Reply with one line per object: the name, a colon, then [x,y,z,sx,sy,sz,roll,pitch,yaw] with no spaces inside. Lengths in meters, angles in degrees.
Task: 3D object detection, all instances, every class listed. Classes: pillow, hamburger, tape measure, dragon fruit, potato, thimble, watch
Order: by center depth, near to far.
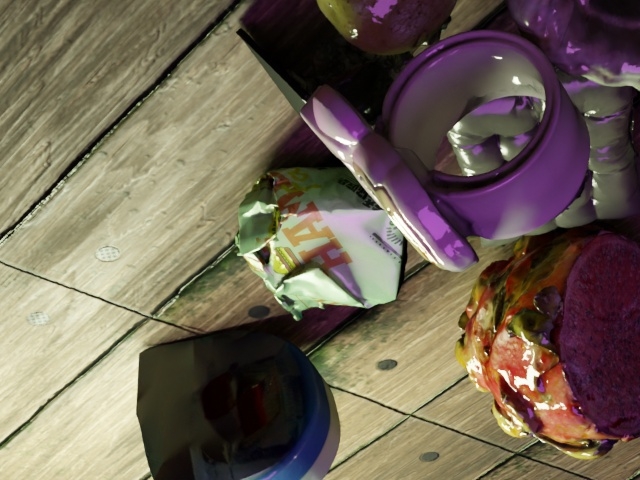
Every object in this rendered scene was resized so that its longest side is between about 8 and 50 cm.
thimble: [0.322,-0.296,1.430,0.292,0.195,0.291,-5,143,-4]
potato: [0.079,-0.288,1.432,0.157,0.157,0.194,10,136,-22]
watch: [0.143,-0.101,1.452,0.217,0.248,0.211,-40,140,3]
pillow: [0.274,-0.117,1.729,0.228,0.101,0.326,-12,140,9]
hamburger: [0.000,0.003,1.806,0.214,0.125,0.235,1,138,-3]
dragon fruit: [0.306,0.148,1.922,0.263,0.296,0.314,-11,121,46]
tape measure: [-0.108,0.257,2.003,0.262,0.259,0.138,-17,142,4]

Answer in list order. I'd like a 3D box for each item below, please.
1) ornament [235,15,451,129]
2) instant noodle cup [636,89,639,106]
ornament: [0.052,-0.204,1.596,0.196,0.153,0.166,-39,139,-1]
instant noodle cup: [0.481,-0.116,1.658,0.243,0.231,0.243,-5,141,-4]
